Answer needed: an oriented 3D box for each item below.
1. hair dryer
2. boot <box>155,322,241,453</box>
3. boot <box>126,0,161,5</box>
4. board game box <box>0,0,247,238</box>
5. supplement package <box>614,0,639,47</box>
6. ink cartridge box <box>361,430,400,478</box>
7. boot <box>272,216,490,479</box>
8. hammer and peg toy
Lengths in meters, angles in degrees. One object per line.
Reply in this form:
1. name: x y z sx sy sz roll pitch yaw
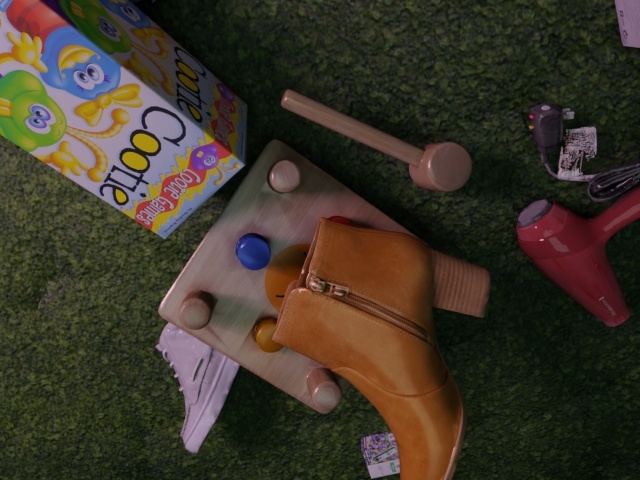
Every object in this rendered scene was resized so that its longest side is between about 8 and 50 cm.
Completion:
1. hair dryer: 0.356 -0.023 0.654 0.223 0.080 0.294 5 116 19
2. boot: -0.181 0.179 0.782 0.123 0.095 0.259 24 103 -1
3. boot: -0.336 -0.317 0.574 0.337 0.118 0.223 -11 119 14
4. board game box: -0.225 -0.154 0.564 0.144 0.142 0.275 -38 124 23
5. supplement package: 0.404 -0.294 0.465 0.197 0.263 0.199 -19 110 10
6. ink cartridge box: 0.127 0.334 0.855 0.115 0.029 0.063 -15 110 9
7. boot: 0.049 0.135 0.577 0.211 0.104 0.295 13 88 -5
8. hammer and peg toy: 0.000 0.000 0.664 0.265 0.127 0.361 33 90 -11
